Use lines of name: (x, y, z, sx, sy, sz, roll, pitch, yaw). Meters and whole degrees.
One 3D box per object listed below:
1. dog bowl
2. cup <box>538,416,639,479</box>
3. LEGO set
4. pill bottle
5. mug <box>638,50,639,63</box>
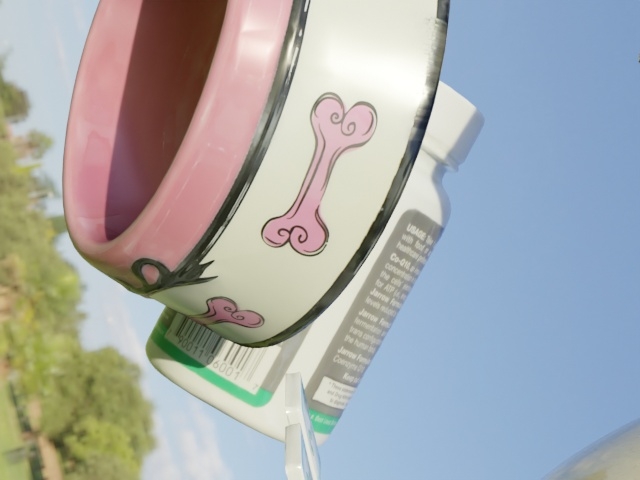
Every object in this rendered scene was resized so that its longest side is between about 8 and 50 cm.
dog bowl: (-0.075, -0.129, 0.978, 0.408, 0.150, 0.408, -38, -136, 50)
cup: (0.298, 0.259, 0.957, 0.331, 0.237, 0.331, 26, -35, 20)
LEGO set: (0.021, 0.229, 0.795, 0.182, 0.060, 0.244, -93, 172, -67)
pill bottle: (0.000, 0.000, 1.198, 0.361, 0.204, 0.204, -60, -160, 0)
mug: (0.192, -0.116, 0.616, 0.078, 0.062, 0.064, 75, 34, -52)
